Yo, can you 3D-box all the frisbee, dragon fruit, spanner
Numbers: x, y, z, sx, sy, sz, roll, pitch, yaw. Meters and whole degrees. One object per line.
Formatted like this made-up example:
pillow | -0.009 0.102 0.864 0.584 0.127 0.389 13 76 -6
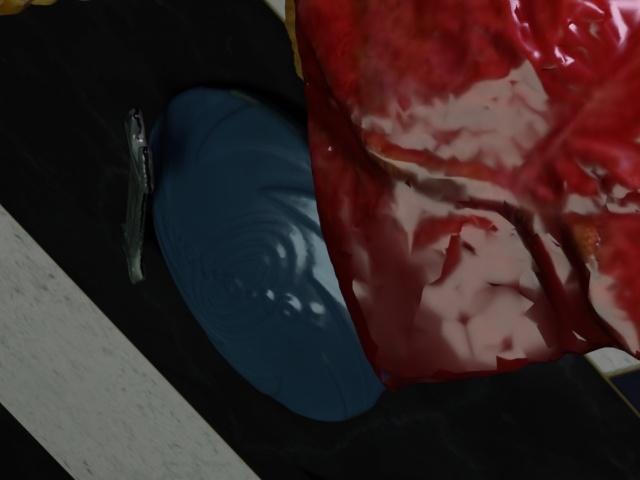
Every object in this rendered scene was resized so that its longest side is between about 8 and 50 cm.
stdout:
frisbee | -0.055 0.020 0.943 0.289 0.049 0.289 32 138 35
dragon fruit | 0.170 -0.111 0.478 0.330 0.240 0.302 -7 97 30
spanner | -0.156 -0.027 1.040 0.302 0.017 0.071 116 140 -68

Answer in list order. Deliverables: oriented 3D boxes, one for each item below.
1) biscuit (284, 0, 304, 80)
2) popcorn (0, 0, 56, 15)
biscuit | 0.052 -0.131 0.693 0.224 0.033 0.144 1 127 51
popcorn | -0.166 -0.210 0.740 0.180 0.180 0.170 34 -177 18
